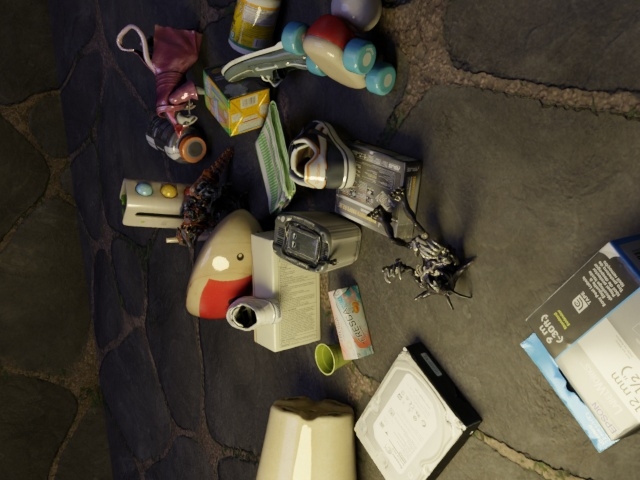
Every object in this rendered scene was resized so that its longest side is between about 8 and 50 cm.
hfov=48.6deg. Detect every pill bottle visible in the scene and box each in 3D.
[{"bbox_3d":[-0.171,-0.612,1.897,0.117,0.117,0.208,50,135,35],"label":"pill bottle"},{"bbox_3d":[-0.476,-0.334,2.367,0.245,0.130,0.131,31,122,47],"label":"pill bottle"}]

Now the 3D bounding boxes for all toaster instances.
[{"bbox_3d":[0.000,0.000,1.766,0.227,0.146,0.129,20,111,39],"label":"toaster"}]

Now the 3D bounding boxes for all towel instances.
[{"bbox_3d":[-0.125,-0.203,1.899,0.325,0.038,0.248,141,117,-77],"label":"towel"}]

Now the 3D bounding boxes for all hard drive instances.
[{"bbox_3d":[0.215,0.437,1.674,0.237,0.064,0.339,54,137,32],"label":"hard drive"}]

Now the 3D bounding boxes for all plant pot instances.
[{"bbox_3d":[0.041,0.303,1.861,0.083,0.079,0.083,16,110,51],"label":"plant pot"},{"bbox_3d":[-0.030,0.585,1.865,0.333,0.333,0.306,6,91,53],"label":"plant pot"}]

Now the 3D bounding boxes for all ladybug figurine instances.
[{"bbox_3d":[-0.263,0.093,2.080,0.161,0.305,0.449,32,148,4],"label":"ladybug figurine"}]

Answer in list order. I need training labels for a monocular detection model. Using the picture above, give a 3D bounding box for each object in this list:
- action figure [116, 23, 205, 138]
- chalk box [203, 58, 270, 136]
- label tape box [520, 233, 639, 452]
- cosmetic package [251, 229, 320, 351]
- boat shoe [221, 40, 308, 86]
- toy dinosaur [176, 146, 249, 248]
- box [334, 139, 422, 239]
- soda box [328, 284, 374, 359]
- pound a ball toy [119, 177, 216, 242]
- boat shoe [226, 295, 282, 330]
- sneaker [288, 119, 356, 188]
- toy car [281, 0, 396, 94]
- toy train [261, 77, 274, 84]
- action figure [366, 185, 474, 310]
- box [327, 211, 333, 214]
[{"bbox_3d":[-0.466,-0.502,2.218,0.248,0.275,0.370,-25,64,47],"label":"action figure"},{"bbox_3d":[-0.249,-0.420,2.014,0.213,0.132,0.132,52,153,35],"label":"chalk box"},{"bbox_3d":[0.485,0.194,1.205,0.249,0.115,0.348,59,138,26],"label":"label tape box"},{"bbox_3d":[-0.093,0.130,1.937,0.113,0.160,0.310,14,109,52],"label":"cosmetic package"},{"bbox_3d":[-0.126,-0.450,1.841,0.319,0.116,0.099,-11,103,34],"label":"boat shoe"},{"bbox_3d":[-0.347,-0.129,2.189,0.218,0.164,0.322,18,106,39],"label":"toy dinosaur"},{"bbox_3d":[0.130,-0.123,1.658,0.231,0.056,0.183,27,120,48],"label":"box"},{"bbox_3d":[0.078,0.210,1.808,0.063,0.058,0.183,-20,82,54],"label":"soda box"},{"bbox_3d":[-0.475,-0.099,2.305,0.136,0.319,0.208,-61,35,42],"label":"pound a ball toy"},{"bbox_3d":[-0.201,0.195,1.894,0.258,0.084,0.095,-21,81,55],"label":"boat shoe"},{"bbox_3d":[-0.023,-0.215,1.716,0.321,0.127,0.126,-127,38,-63],"label":"sneaker"},{"bbox_3d":[0.078,-0.481,1.581,0.219,0.210,0.238,27,91,33],"label":"toy car"},{"bbox_3d":[-0.176,-0.486,2.011,0.158,0.027,0.036,44,129,39],"label":"toy train"},{"bbox_3d":[0.204,0.031,1.494,0.164,0.141,0.276,-40,79,32],"label":"action figure"},{"bbox_3d":[0.013,-0.032,1.871,0.067,0.018,0.083,-7,92,54],"label":"box"}]
